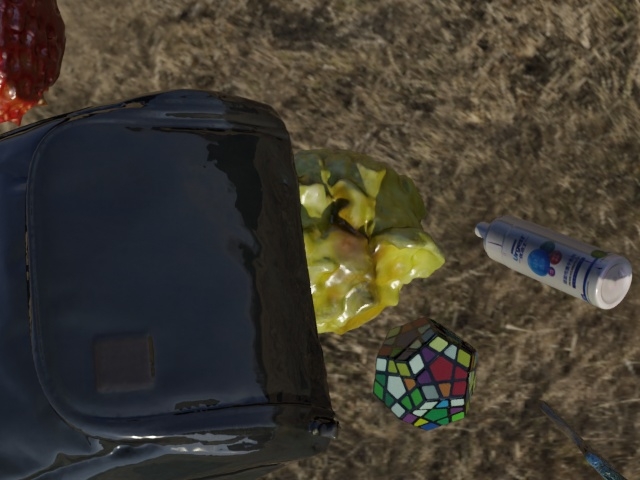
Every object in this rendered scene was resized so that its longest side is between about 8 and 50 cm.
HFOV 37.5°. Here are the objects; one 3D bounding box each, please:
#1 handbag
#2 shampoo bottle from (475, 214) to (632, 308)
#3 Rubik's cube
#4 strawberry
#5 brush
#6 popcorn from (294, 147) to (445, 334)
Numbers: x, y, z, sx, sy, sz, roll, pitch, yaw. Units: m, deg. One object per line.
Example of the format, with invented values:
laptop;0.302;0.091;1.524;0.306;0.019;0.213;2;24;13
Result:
handbag;-0.141;0.038;0.676;0.275;0.178;0.302;-19;66;26
shampoo bottle;0.380;0.023;1.610;0.303;0.092;0.092;28;97;49
Rubik's cube;0.125;0.157;1.116;0.133;0.112;0.133;-27;22;12
strawberry;-0.369;-0.253;0.983;0.205;0.205;0.244;43;140;32
brush;0.365;0.284;1.302;0.021;0.070;0.196;-49;46;8
popcorn;0.007;0.005;1.021;0.216;0.235;0.181;39;142;41
